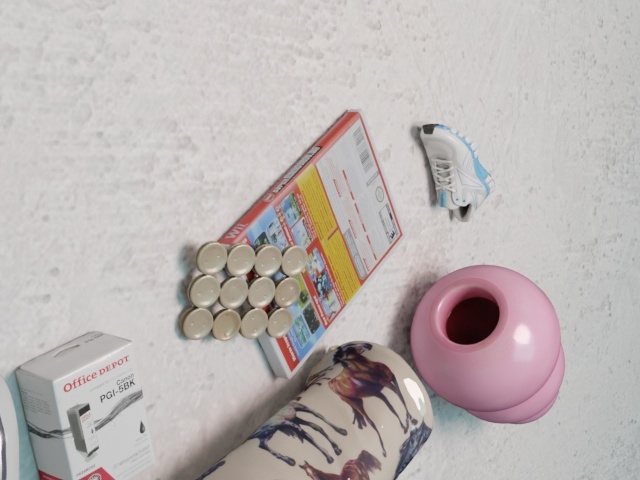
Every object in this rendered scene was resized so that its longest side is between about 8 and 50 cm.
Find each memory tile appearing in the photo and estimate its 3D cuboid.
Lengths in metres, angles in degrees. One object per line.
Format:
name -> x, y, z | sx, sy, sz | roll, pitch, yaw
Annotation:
memory tile -> -0.082, 0.056, 1.086 | 0.148, 0.012, 0.113 | 3, 104, -40

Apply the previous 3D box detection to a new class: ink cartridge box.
ink cartridge box -> -0.218, 0.167, 0.933 | 0.099, 0.056, 0.135 | -27, 117, -46

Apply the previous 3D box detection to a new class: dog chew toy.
dog chew toy -> 0.259, 0.172, 1.437 | 0.332, 0.207, 0.206 | 49, 58, -53

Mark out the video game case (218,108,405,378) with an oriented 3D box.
video game case -> 0.000, 0.000, 1.208 | 0.285, 0.025, 0.204 | -48, 131, -36

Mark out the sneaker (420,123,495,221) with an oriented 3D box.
sneaker -> 0.187, -0.090, 1.398 | 0.190, 0.071, 0.082 | 47, 66, -44

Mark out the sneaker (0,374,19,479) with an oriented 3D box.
sneaker -> -0.325, 0.247, 0.755 | 0.127, 0.126, 0.321 | 12, 88, -58

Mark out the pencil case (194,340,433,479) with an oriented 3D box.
pencil case -> -0.036, 0.264, 1.086 | 0.410, 0.183, 0.159 | -36, 159, -47
